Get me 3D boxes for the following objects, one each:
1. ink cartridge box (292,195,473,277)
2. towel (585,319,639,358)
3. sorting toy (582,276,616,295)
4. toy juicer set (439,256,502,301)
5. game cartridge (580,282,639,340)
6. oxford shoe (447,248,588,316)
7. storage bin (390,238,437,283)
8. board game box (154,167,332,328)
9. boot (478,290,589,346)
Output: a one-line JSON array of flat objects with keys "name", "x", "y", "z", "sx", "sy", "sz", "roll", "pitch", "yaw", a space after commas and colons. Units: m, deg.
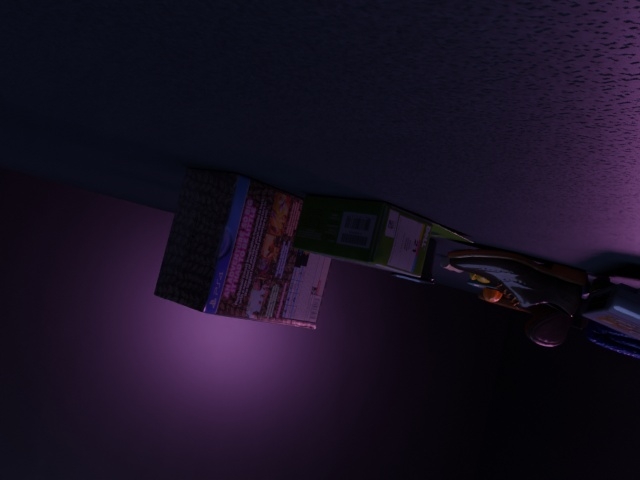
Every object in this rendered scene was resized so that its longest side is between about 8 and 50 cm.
[{"name": "ink cartridge box", "x": 0.112, "y": 0.005, "z": 1.047, "sx": 0.255, "sy": 0.097, "sz": 0.189, "roll": 18, "pitch": 175, "yaw": -42}, {"name": "towel", "x": 0.761, "y": 0.216, "z": 1.445, "sx": 0.227, "sy": 0.076, "sz": 0.308, "roll": 11, "pitch": -168, "yaw": 29}, {"name": "sorting toy", "x": 0.546, "y": 0.086, "z": 1.203, "sx": 0.061, "sy": 0.042, "sz": 0.102, "roll": -3, "pitch": 160, "yaw": 14}, {"name": "toy juicer set", "x": 0.425, "y": 0.109, "z": 1.576, "sx": 0.209, "sy": 0.089, "sz": 0.329, "roll": 16, "pitch": 176, "yaw": -40}, {"name": "game cartridge", "x": 0.567, "y": 0.141, "z": 1.036, "sx": 0.198, "sy": 0.062, "sz": 0.297, "roll": 28, "pitch": 179, "yaw": 17}, {"name": "oxford shoe", "x": 0.374, "y": 0.078, "z": 1.180, "sx": 0.271, "sy": 0.098, "sz": 0.097, "roll": 13, "pitch": 177, "yaw": 4}, {"name": "storage bin", "x": 0.198, "y": 0.039, "z": 1.305, "sx": 0.098, "sy": 0.091, "sz": 0.135, "roll": 14, "pitch": 176, "yaw": 1}, {"name": "board game box", "x": -0.121, "y": 0.022, "z": 1.120, "sx": 0.141, "sy": 0.232, "sz": 0.291, "roll": 11, "pitch": 175, "yaw": 41}, {"name": "boot", "x": 0.544, "y": 0.172, "z": 1.639, "sx": 0.264, "sy": 0.096, "sz": 0.280, "roll": -21, "pitch": -154, "yaw": -33}]
